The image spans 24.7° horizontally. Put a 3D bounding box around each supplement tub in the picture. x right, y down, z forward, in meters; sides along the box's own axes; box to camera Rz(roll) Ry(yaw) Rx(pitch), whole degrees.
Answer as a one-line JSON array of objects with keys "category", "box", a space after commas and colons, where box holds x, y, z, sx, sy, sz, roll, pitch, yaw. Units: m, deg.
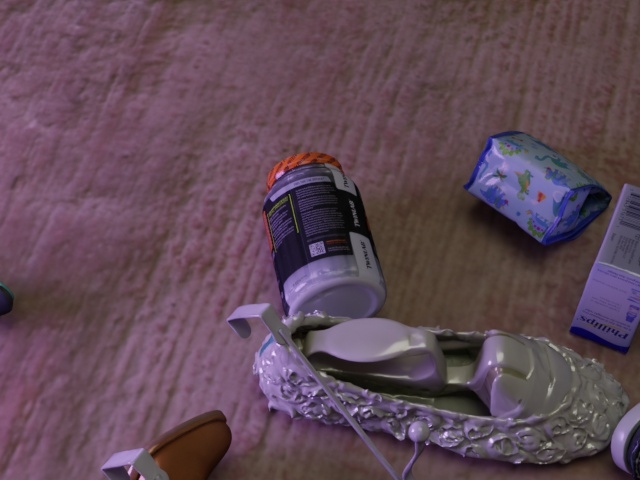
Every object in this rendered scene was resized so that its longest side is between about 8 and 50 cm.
[{"category": "supplement tub", "box": [0.000, 0.000, 1.645, 0.117, 0.117, 0.190, -7, 54, -10]}]

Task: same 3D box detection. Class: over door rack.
[{"category": "over door rack", "box": [-0.011, 0.236, 1.386, 0.324, 0.108, 0.239, 45, 51, -5]}]

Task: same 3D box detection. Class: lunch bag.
[{"category": "lunch bag", "box": [0.264, -0.067, 1.734, 0.129, 0.096, 0.151, 37, 29, 22]}]

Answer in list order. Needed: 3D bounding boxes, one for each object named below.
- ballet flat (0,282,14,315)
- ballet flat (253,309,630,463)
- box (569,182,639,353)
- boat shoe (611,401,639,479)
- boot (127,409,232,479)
[{"category": "ballet flat", "box": [-0.434, 0.055, 1.599, 0.203, 0.074, 0.074, 20, 53, 18]}, {"category": "ballet flat", "box": [0.133, 0.146, 1.534, 0.409, 0.147, 0.147, 6, 52, -1]}, {"category": "box", "box": [0.341, 0.032, 1.633, 0.072, 0.137, 0.126, 21, 54, 10]}, {"category": "boat shoe", "box": [0.450, 0.172, 1.542, 0.303, 0.114, 0.091, -34, 35, -15]}, {"category": "boot", "box": [-0.119, 0.311, 1.407, 0.220, 0.109, 0.283, 36, 47, 13]}]
